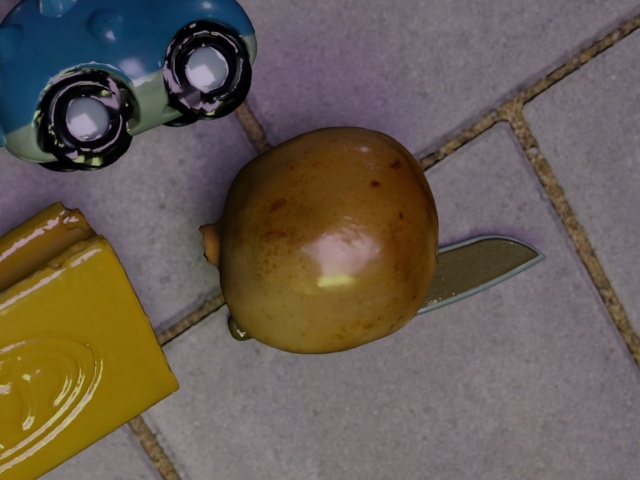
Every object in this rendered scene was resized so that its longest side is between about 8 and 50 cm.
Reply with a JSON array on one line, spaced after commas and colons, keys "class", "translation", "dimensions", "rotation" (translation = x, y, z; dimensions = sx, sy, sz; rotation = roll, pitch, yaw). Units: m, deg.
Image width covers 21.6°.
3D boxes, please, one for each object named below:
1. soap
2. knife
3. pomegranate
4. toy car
[{"class": "soap", "translation": [-0.310, 0.133, 1.532], "dimensions": [0.324, 0.096, 0.204], "rotation": [-33, 122, -15]}, {"class": "knife", "translation": [0.072, 0.055, 1.713], "dimensions": [0.343, 0.027, 0.061], "rotation": [-17, 76, -14]}, {"class": "pomegranate", "translation": [0.007, 0.002, 1.586], "dimensions": [0.233, 0.233, 0.233], "rotation": [-3, 99, -18]}, {"class": "toy car", "translation": [-0.189, -0.172, 1.516], "dimensions": [0.255, 0.188, 0.190], "rotation": [-22, 96, -13]}]
